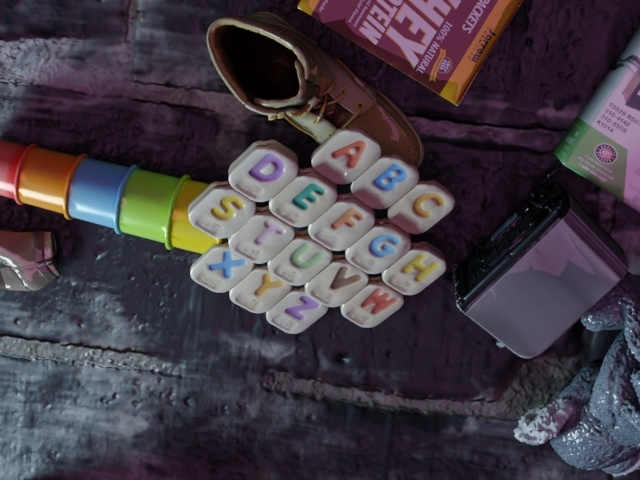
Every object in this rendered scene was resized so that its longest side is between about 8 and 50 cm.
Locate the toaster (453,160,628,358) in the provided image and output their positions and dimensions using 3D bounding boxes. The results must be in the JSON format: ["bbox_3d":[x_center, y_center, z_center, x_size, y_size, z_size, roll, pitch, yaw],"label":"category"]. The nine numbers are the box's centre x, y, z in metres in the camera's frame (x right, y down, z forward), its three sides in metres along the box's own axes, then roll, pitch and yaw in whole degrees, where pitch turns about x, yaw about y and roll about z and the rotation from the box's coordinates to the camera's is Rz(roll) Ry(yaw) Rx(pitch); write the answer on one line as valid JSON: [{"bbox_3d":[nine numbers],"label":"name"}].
[{"bbox_3d":[0.241,0.024,1.299,0.110,0.168,0.186,43,103,-6],"label":"toaster"}]

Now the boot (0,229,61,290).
[{"bbox_3d":[-0.364,0.005,1.422,0.087,0.042,0.118,-16,100,2],"label":"boot"}]

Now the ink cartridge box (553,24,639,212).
[{"bbox_3d":[0.385,-0.140,1.289,0.160,0.092,0.219,32,102,-1],"label":"ink cartridge box"}]

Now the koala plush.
[{"bbox_3d":[0.336,0.184,1.312,0.196,0.203,0.221,22,134,-29],"label":"koala plush"}]

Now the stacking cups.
[{"bbox_3d":[-0.254,-0.050,1.369,0.316,0.096,0.096,12,101,4],"label":"stacking cups"}]

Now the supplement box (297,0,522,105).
[{"bbox_3d":[0.097,-0.251,1.245,0.191,0.194,0.129,31,102,-1],"label":"supplement box"}]

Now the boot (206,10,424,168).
[{"bbox_3d":[-0.002,-0.150,1.268,0.262,0.203,0.095,43,102,-1],"label":"boot"}]

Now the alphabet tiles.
[{"bbox_3d":[0.000,0.000,1.308,0.284,0.021,0.278,32,122,-29],"label":"alphabet tiles"}]
